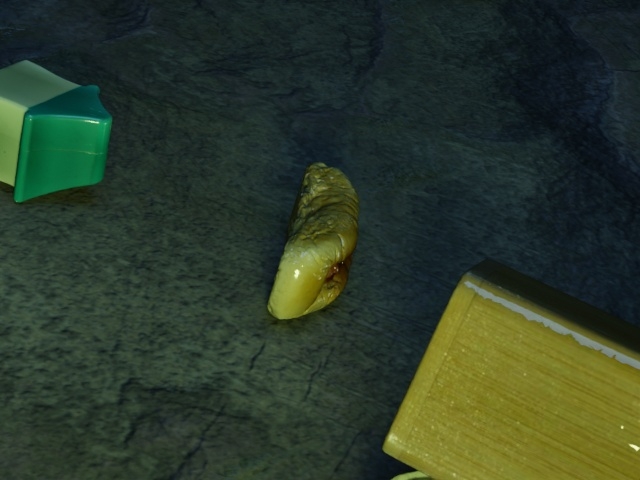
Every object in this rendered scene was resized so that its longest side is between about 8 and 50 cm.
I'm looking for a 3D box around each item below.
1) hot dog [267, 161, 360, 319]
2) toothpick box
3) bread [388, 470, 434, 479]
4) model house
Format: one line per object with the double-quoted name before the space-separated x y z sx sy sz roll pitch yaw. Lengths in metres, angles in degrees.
"hot dog" 0.000 0.000 1.420 0.073 0.084 0.242 13 26 -1
"toothpick box" 0.222 0.149 1.058 0.308 0.187 0.190 26 12 11
"bread" 0.102 0.251 1.007 0.172 0.064 0.232 13 27 4
"model house" -0.284 -0.107 1.467 0.149 0.100 0.127 21 28 18
